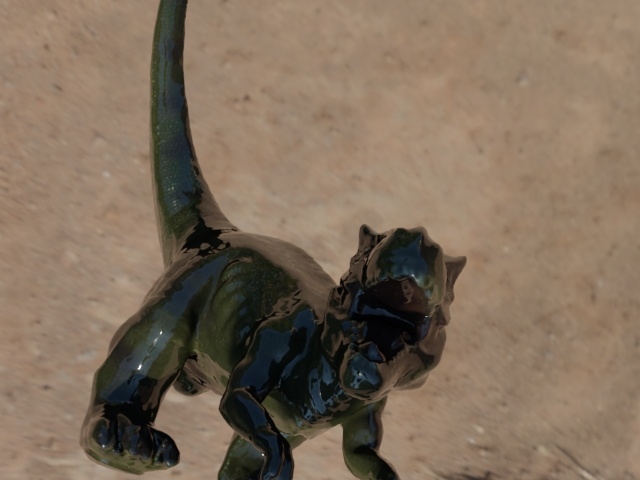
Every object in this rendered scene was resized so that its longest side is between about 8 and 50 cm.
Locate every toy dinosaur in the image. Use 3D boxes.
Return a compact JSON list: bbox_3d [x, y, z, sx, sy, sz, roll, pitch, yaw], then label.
[{"bbox_3d":[0.000,0.000,0.528,0.187,0.087,0.179,-3,60,49],"label":"toy dinosaur"}]
